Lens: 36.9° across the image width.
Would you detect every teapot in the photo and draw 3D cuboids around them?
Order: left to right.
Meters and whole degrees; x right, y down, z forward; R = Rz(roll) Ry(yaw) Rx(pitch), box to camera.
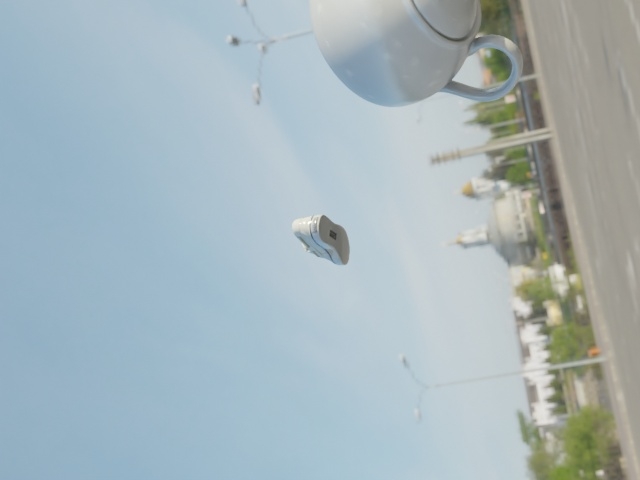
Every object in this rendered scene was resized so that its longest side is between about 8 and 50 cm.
[{"bbox_3d":[0.126,-0.305,1.265,0.256,0.187,0.252,-6,-99,-45],"label":"teapot"}]

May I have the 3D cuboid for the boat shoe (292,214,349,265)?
[{"bbox_3d":[0.000,0.000,0.928,0.100,0.035,0.035,36,-124,-64],"label":"boat shoe"}]
